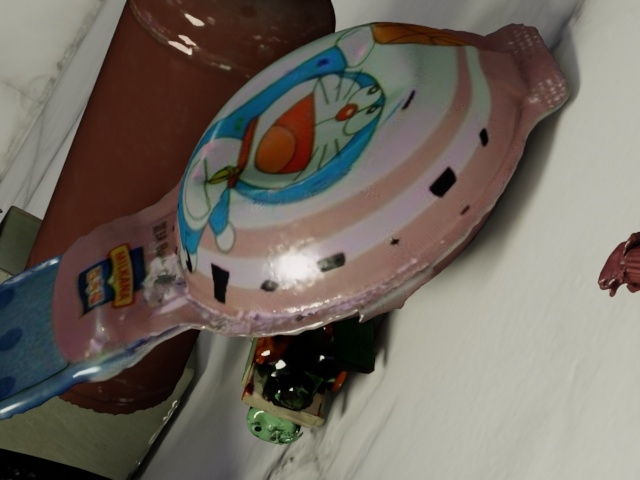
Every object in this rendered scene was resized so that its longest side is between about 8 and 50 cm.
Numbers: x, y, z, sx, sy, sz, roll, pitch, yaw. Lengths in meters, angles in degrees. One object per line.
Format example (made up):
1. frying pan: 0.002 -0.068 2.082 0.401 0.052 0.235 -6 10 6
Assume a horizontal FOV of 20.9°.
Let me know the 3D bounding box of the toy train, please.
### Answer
1. toy train: 0.000 0.000 0.853 0.249 0.053 0.085 -81 16 -50

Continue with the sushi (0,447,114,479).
1. sushi: -0.189 0.197 0.826 0.200 0.204 0.213 -62 9 16

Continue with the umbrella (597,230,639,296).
1. umbrella: 0.118 0.009 0.498 0.165 0.025 0.027 -175 95 -76

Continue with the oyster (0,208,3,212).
1. oyster: -0.278 0.023 1.055 0.198 0.112 0.268 -60 14 -2

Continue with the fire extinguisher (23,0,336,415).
1. fire extinguisher: -0.061 -0.077 0.907 0.337 0.106 0.147 -63 2 29

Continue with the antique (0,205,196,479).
1. antique: -0.174 0.084 1.092 0.152 0.147 0.148 -56 14 15

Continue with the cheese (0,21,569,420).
1. cheese: -0.026 -0.011 0.752 0.286 0.074 0.189 -27 35 10
